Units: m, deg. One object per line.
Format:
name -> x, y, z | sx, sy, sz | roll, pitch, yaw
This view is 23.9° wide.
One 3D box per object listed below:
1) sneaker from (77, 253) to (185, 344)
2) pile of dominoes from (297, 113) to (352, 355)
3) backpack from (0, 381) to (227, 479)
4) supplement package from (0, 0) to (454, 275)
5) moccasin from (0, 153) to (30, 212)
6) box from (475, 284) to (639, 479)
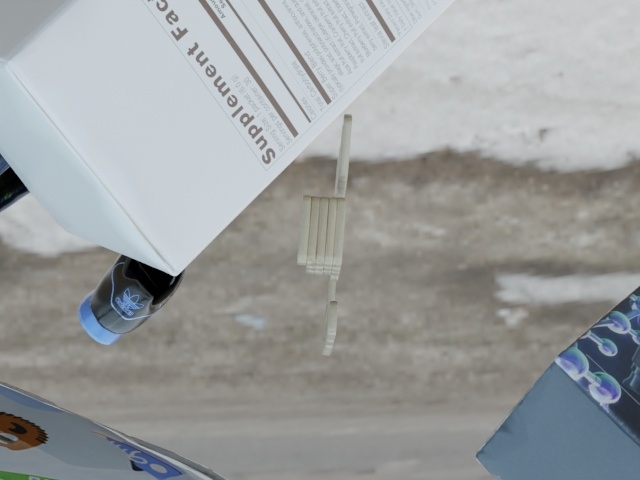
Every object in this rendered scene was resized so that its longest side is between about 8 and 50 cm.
sneaker -> -0.174, 0.020, 1.610 | 0.090, 0.232, 0.081 | -34, 108, 32
pile of dominoes -> 0.000, 0.000, 1.411 | 0.040, 0.196, 0.251 | 4, 171, -1
backpack -> -0.150, 0.151, 0.438 | 0.276, 0.213, 0.263 | 14, -161, 14
supplement package -> -0.078, -0.148, 0.981 | 0.177, 0.293, 0.175 | 18, 149, 57
moccasin -> -0.175, -0.095, 1.181 | 0.342, 0.117, 0.138 | -30, 158, 2
box -> 0.429, 0.205, 1.747 | 0.395, 0.293, 0.212 | -33, 161, -41
